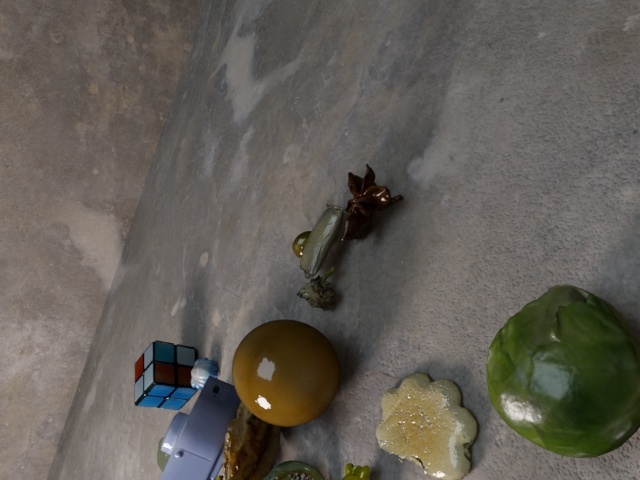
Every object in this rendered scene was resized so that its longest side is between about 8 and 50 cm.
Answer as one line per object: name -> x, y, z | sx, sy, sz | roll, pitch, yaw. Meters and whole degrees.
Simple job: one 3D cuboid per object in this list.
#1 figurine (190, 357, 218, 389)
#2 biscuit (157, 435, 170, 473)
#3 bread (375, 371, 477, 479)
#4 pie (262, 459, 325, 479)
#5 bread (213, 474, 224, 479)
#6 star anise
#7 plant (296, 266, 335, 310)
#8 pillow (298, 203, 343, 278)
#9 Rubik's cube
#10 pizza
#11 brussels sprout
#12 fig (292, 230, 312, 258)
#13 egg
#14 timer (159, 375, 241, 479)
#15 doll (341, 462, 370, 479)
figurine -> -0.390, 0.454, 1.860 | 0.114, 0.079, 0.114 | -7, 60, 13
biscuit -> -0.499, 0.727, 1.889 | 0.252, 0.052, 0.150 | -41, 45, 37
bread -> 0.204, 0.360, 1.097 | 0.250, 0.038, 0.182 | 3, 77, 55
pie -> -0.065, 0.609, 1.263 | 0.186, 0.041, 0.187 | -3, 66, 8
bread -> -0.212, 0.619, 1.314 | 0.035, 0.090, 0.095 | -42, 43, 22
star anise -> 0.111, -0.084, 1.377 | 0.196, 0.111, 0.212 | -62, 27, 3
plant -> -0.003, 0.120, 1.446 | 0.122, 0.104, 0.116 | -65, 24, -3
pillow -> 0.000, 0.000, 1.472 | 0.208, 0.053, 0.119 | -65, 23, 4
Rubik's cube -> -0.553, 0.487, 1.966 | 0.167, 0.183, 0.180 | -46, 43, 31
pizza -> -0.169, 0.503, 1.381 | 0.073, 0.182, 0.365 | -13, 21, 20
brussels sprout -> 0.366, 0.192, 0.814 | 0.244, 0.244, 0.244 | -28, 53, 45
fig -> -0.036, 0.025, 1.565 | 0.084, 0.082, 0.098 | -21, 68, 7
egg -> -0.092, 0.318, 1.341 | 0.322, 0.250, 0.250 | 0, 74, 59
timer -> -0.349, 0.564, 1.544 | 0.395, 0.173, 0.395 | -156, 90, -86
doll -> 0.066, 0.591, 1.129 | 0.135, 0.098, 0.241 | 133, 146, -67
